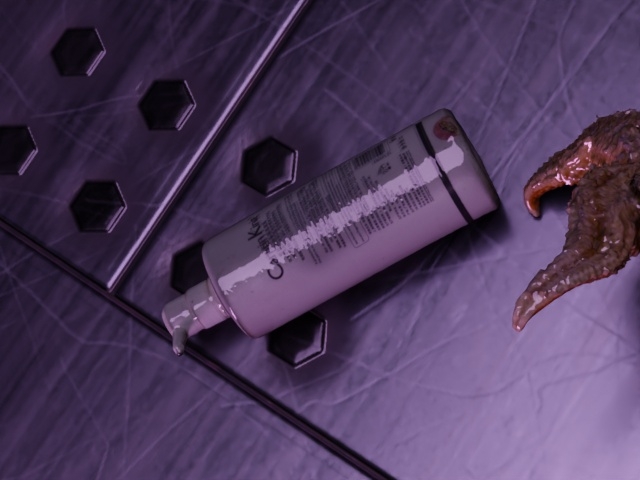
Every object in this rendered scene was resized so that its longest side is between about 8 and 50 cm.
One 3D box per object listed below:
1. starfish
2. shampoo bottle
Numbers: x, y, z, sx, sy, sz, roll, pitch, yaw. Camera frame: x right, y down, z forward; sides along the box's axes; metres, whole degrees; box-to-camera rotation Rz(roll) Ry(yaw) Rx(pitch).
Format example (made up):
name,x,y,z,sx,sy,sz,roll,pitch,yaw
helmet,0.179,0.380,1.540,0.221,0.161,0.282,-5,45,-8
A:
name,x,y,z,sx,sy,sz,roll,pitch,yaw
starfish,0.245,-0.043,1.066,0.301,0.293,0.084,-27,105,21
shampoo bottle,0.000,0.000,1.248,0.262,0.085,0.085,-29,67,8
